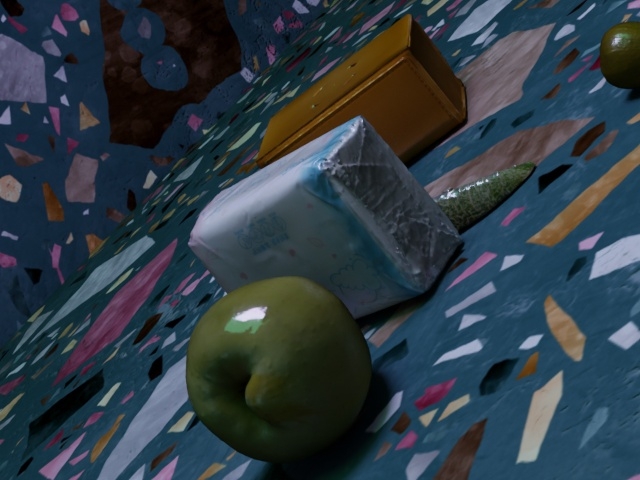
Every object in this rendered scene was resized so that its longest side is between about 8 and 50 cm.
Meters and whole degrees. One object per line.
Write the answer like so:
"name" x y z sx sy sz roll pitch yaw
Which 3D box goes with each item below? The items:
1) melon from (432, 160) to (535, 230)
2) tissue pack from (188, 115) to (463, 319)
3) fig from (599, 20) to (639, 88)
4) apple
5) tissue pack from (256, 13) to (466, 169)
"melon" 0.163 -0.042 1.581 0.182 0.054 0.098 -27 6 45
"tissue pack" -0.002 -0.002 1.565 0.271 0.201 0.124 -26 15 47
"fig" 0.349 -0.204 1.484 0.088 0.074 0.074 -5 37 42
"apple" -0.041 0.125 1.350 0.200 0.200 0.200 -39 15 13
"tissue pack" 0.062 -0.174 1.974 0.274 0.145 0.194 -35 19 19
